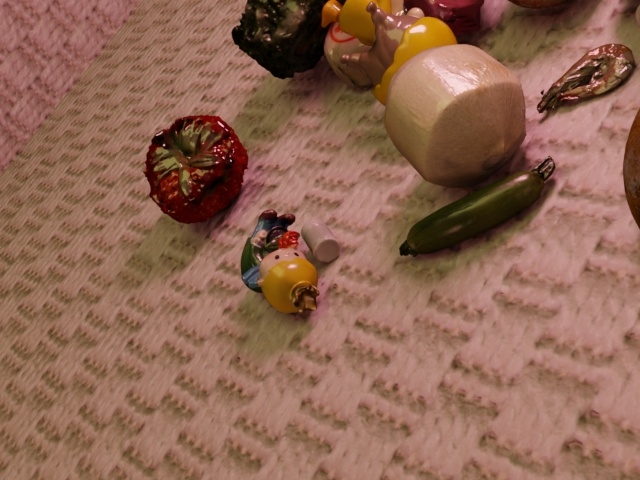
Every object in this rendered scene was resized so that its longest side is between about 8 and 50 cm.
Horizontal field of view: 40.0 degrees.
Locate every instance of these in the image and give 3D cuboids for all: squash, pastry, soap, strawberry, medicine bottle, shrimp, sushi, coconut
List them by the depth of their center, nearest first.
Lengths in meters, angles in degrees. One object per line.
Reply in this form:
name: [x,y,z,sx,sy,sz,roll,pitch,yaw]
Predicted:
squash: [0.263,-0.047,1.518,0.318,0.071,0.080,-30,35,21]
coconut: [0.247,-0.209,1.560,0.245,0.245,0.247,-39,54,9]
shrimp: [0.469,-0.286,1.574,0.190,0.042,0.101,-32,45,17]
medicine bottle: [0.000,0.000,1.755,0.057,0.057,0.089,-42,36,5]
soap: [0.268,-0.545,1.907,0.182,0.112,0.289,5,54,4]
pastry: [0.129,-0.476,2.038,0.264,0.133,0.265,-23,43,23]
strawberry: [-0.287,-0.166,2.108,0.260,0.257,0.261,-6,73,20]
sushi: [-0.050,-0.561,2.109,0.352,0.178,0.294,-54,-8,26]

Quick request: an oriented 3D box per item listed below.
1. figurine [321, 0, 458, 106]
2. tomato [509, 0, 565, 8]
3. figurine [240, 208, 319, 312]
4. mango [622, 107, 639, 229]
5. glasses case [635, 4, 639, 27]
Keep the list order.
figurine: [0.140,-0.414,1.831,0.187,0.215,0.344,-27,63,-31]
tomato: [0.430,-0.598,1.714,0.270,0.270,0.222,-62,15,-21]
figurine: [-0.067,0.040,1.719,0.185,0.127,0.234,-68,23,-1]
mango: [0.532,-0.112,1.257,0.192,0.146,0.317,-5,66,45]
glasses case: [0.630,-0.366,1.444,0.233,0.092,0.059,11,66,52]
